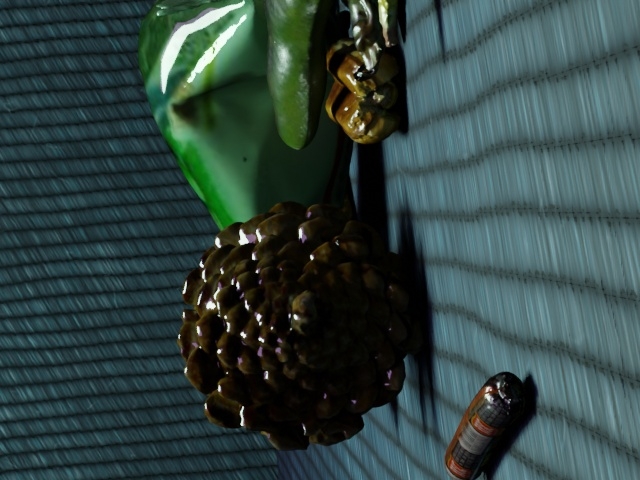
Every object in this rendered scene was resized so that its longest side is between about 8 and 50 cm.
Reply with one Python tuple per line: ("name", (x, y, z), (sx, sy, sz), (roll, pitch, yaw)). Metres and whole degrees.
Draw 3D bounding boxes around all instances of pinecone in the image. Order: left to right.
("pinecone", (-0.016, 0.061, 1.356), (0.150, 0.179, 0.195), (60, 178, -37))

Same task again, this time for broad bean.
("broad bean", (-0.002, -0.151, 1.275), (0.292, 0.049, 0.144), (146, 120, -76))

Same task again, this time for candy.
("candy", (-0.050, -0.064, 1.548), (0.263, 0.172, 0.398), (-90, -5, -66))

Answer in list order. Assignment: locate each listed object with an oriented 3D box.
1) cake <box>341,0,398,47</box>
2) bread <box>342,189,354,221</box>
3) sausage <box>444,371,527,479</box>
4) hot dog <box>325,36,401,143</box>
("cake", (0.027, -0.247, 1.342), (0.109, 0.090, 0.225), (94, 152, -45))
("bread", (0.000, 0.000, 1.749), (0.187, 0.065, 0.103), (-106, 13, -48))
("sausage", (0.088, 0.104, 1.018), (0.028, 0.025, 0.198), (51, 166, 14))
("hot dog", (0.030, -0.112, 1.387), (0.165, 0.045, 0.071), (-117, 22, -78))
